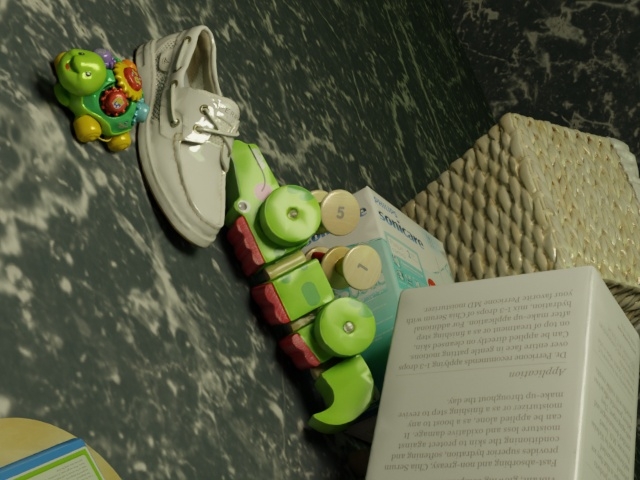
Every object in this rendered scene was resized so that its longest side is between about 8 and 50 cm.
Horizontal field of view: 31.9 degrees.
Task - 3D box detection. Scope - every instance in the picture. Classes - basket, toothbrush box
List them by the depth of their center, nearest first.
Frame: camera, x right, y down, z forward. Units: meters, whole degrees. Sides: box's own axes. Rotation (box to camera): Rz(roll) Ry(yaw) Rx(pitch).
[{"bbox_3d":[0.096,0.112,1.434,0.216,0.126,0.295,34,34,-49],"label":"toothbrush box"},{"bbox_3d":[0.332,0.021,1.766,0.266,0.328,0.331,16,47,-32],"label":"basket"}]

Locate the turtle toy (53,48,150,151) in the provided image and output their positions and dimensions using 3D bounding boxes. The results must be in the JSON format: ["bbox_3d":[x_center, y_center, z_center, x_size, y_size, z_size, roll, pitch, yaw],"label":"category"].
[{"bbox_3d":[-0.211,-0.145,1.070,0.130,0.066,0.095,14,52,-65],"label":"turtle toy"}]

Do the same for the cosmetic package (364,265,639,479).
[{"bbox_3d":[0.176,0.265,1.108,0.161,0.230,0.453,47,45,-42],"label":"cosmetic package"}]

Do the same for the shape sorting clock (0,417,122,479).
[{"bbox_3d":[-0.182,0.214,0.737,0.206,0.040,0.206,40,28,-27],"label":"shape sorting clock"}]

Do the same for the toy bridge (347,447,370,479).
[{"bbox_3d":[0.052,0.312,1.230,0.063,0.026,0.188,57,21,-27],"label":"toy bridge"}]

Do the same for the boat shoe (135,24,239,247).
[{"bbox_3d":[-0.133,-0.124,1.195,0.098,0.096,0.277,36,33,-52],"label":"boat shoe"}]

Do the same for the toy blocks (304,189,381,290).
[{"bbox_3d":[0.000,0.000,1.328,0.054,0.148,0.123,-28,102,-27],"label":"toy blocks"}]

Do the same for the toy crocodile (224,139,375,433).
[{"bbox_3d":[-0.033,0.049,1.242,0.340,0.105,0.115,64,-22,2],"label":"toy crocodile"}]
